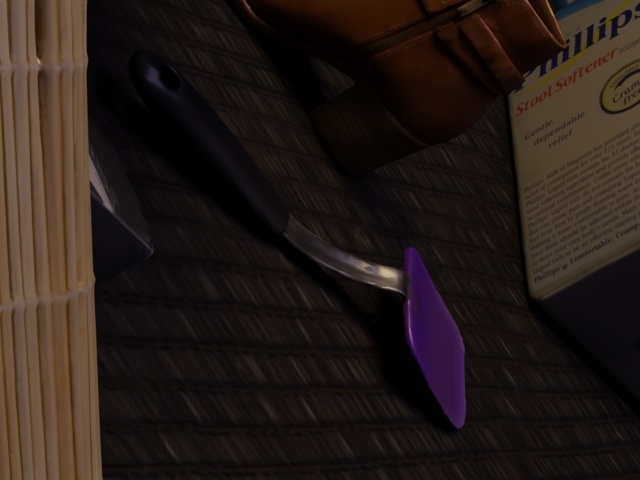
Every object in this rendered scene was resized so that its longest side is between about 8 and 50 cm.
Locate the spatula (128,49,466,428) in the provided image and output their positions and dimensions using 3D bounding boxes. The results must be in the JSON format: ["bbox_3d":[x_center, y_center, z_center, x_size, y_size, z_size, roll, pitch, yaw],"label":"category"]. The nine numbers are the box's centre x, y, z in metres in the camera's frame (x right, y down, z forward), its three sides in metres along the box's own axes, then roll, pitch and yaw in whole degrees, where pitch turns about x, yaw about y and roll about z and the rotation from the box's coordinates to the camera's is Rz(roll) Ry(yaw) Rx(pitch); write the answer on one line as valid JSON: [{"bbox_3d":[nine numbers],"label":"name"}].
[{"bbox_3d":[0.000,0.000,0.868,0.296,0.030,0.084,41,34,-33],"label":"spatula"}]

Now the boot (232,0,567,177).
[{"bbox_3d":[0.037,-0.150,0.949,0.197,0.152,0.073,58,27,-3],"label":"boot"}]

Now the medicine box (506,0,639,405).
[{"bbox_3d":[0.275,-0.016,1.230,0.263,0.149,0.289,42,31,-31],"label":"medicine box"}]

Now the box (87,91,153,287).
[{"bbox_3d":[-0.183,-0.129,0.495,0.242,0.076,0.307,63,7,32],"label":"box"}]

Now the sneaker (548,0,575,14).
[{"bbox_3d":[0.175,-0.194,1.318,0.228,0.092,0.087,30,37,-13],"label":"sneaker"}]

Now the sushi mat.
[{"bbox_3d":[-0.097,0.085,0.450,0.151,0.019,0.316,-25,116,-62],"label":"sushi mat"}]
